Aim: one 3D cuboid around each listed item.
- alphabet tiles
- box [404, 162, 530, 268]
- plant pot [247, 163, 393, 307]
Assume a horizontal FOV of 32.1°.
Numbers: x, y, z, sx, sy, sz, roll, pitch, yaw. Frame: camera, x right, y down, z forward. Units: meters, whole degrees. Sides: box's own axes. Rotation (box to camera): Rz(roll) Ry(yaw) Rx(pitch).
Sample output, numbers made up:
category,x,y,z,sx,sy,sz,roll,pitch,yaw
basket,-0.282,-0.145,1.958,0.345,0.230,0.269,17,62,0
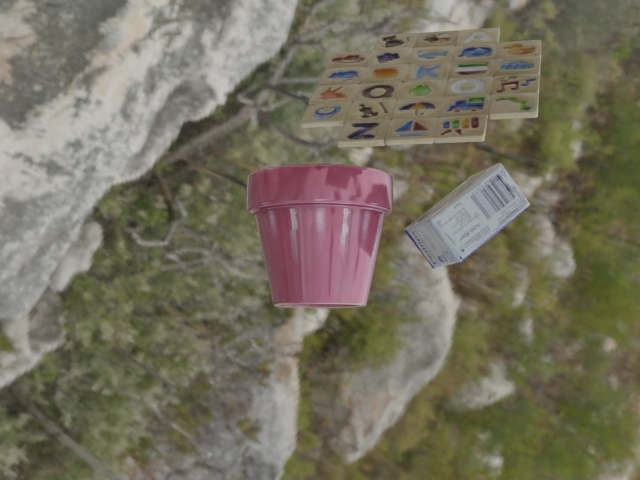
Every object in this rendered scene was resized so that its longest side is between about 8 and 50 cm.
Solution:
category,x,y,z,sx,sy,sz,roll,pitch,yaw
alphabet tiles,0.133,-0.200,1.407,0.342,0.285,0.011,-70,155,-57
box,0.195,-0.031,1.495,0.126,0.137,0.072,-38,93,-11
plant pot,0.000,0.000,1.515,0.201,0.201,0.180,7,80,-51
